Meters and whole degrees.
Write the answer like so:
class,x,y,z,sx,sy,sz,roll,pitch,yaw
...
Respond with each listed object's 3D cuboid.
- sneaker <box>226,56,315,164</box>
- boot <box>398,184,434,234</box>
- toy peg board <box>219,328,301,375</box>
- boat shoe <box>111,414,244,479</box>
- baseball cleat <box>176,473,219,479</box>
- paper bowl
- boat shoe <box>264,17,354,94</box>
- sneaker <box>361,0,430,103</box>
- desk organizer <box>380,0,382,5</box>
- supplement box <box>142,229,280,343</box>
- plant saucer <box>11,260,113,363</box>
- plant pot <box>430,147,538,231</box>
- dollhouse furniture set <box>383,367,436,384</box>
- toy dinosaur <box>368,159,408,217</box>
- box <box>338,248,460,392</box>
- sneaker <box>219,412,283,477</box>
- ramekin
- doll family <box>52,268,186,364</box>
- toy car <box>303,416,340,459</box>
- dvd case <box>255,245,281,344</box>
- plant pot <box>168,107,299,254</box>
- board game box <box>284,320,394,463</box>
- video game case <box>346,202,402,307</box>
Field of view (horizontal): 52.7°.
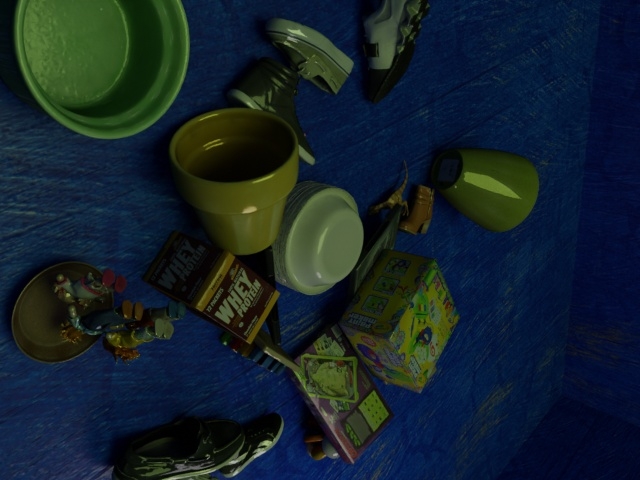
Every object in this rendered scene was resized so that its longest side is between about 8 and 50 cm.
class,x,y,z,sx,sy,sz,roll,pitch,yaw
sneaker,-0.072,-0.295,1.468,0.147,0.105,0.296,-57,135,-9
boot,0.295,-0.099,2.018,0.197,0.073,0.152,-6,110,-61
toy peg board,-0.155,0.269,1.571,0.079,0.161,0.161,-49,139,-2
boat shoe,-0.308,0.461,1.482,0.340,0.127,0.113,-3,119,-40
baseball cleat,-0.324,0.598,1.562,0.109,0.072,0.206,-54,135,-10
paper bowl,0.000,0.000,1.645,0.284,0.148,0.284,-24,122,-44
boat shoe,-0.022,-0.417,1.483,0.302,0.109,0.094,13,96,-54
sneaker,0.166,-0.517,1.668,0.122,0.146,0.330,-40,157,-46
desk organizer,0.194,-0.589,1.710,0.047,0.050,0.130,-33,128,-38
supplement box,-0.230,0.098,1.373,0.129,0.191,0.194,-60,139,-14
plant saucer,-0.484,0.130,1.208,0.199,0.036,0.198,-22,121,-43
plant pot,0.509,-0.194,2.110,0.294,0.275,0.274,16,92,-36
dollhouse furniture set,0.251,0.352,2.130,0.212,0.161,0.242,-37,108,-36
toy dinosaur,0.228,-0.130,1.929,0.211,0.064,0.112,-48,135,-27
box,0.236,0.229,1.857,0.279,0.177,0.290,-56,138,-26
sneaker,-0.186,0.505,1.679,0.217,0.079,0.121,-40,133,-31
ramekin,-0.380,-0.328,1.056,0.303,0.148,0.303,-23,121,-44
doll family,-0.385,0.154,1.192,0.263,0.163,0.118,39,42,-49
toy car,0.025,0.561,1.926,0.182,0.159,0.136,-33,90,-35
dvd case,-0.127,0.095,1.520,0.022,0.180,0.253,-9,116,-12
plant pot,-0.170,-0.108,1.341,0.254,0.254,0.239,-41,149,-32
board game box,0.057,0.431,1.842,0.208,0.056,0.346,-39,103,-39
video game case,0.155,0.045,1.865,0.274,0.026,0.196,-53,160,-34
